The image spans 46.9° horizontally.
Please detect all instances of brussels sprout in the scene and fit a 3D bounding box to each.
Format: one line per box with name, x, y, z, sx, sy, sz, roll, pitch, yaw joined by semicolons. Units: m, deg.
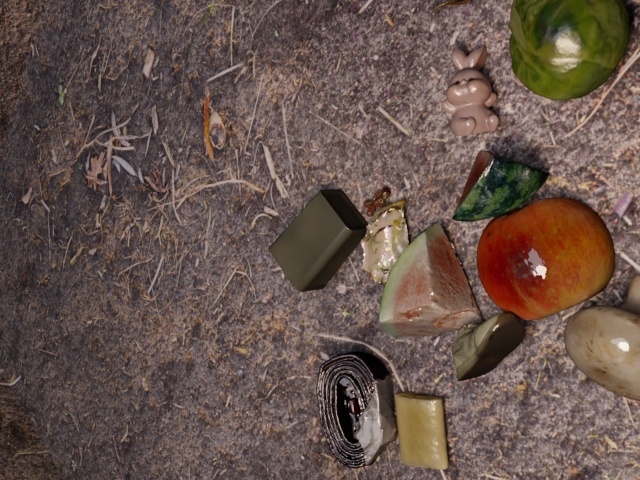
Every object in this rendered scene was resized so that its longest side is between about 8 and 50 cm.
brussels sprout;0.478;-0.417;1.458;0.271;0.210;0.219;63;151;31

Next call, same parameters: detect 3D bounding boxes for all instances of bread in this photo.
bread;0.252;0.471;1.833;0.139;0.060;0.178;-2;94;42

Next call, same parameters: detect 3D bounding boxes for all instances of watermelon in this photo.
watermelon;0.254;0.125;1.754;0.310;0.193;0.232;-59;42;16
watermelon;0.379;-0.115;1.616;0.136;0.202;0.207;44;119;-3

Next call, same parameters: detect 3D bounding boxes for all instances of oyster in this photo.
oyster;0.162;0.004;1.860;0.133;0.072;0.209;-7;105;11

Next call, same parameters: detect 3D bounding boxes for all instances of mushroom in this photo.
mushroom;0.608;0.184;1.425;0.243;0.243;0.243;5;98;40

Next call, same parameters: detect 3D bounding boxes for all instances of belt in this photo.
belt;0.099;0.431;1.902;0.184;0.164;0.289;-11;79;19

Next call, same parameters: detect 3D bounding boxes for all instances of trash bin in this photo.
trash bin;0.000;0.000;1.968;0.240;0.122;0.164;-49;64;30

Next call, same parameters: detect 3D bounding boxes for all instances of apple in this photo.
apple;0.446;0.038;1.557;0.293;0.163;0.251;-27;78;38

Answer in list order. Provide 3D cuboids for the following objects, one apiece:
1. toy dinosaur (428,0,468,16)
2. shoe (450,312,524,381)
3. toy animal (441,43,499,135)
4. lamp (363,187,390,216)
toy dinosaur;0.323;-0.570;1.683;0.180;0.037;0.058;-22;75;39
shoe;0.361;0.223;1.651;0.275;0.103;0.098;115;140;-53
toy animal;0.327;-0.340;1.651;0.124;0.124;0.212;-8;93;41
lamp;0.145;-0.101;1.880;0.083;0.031;0.063;-48;27;22
